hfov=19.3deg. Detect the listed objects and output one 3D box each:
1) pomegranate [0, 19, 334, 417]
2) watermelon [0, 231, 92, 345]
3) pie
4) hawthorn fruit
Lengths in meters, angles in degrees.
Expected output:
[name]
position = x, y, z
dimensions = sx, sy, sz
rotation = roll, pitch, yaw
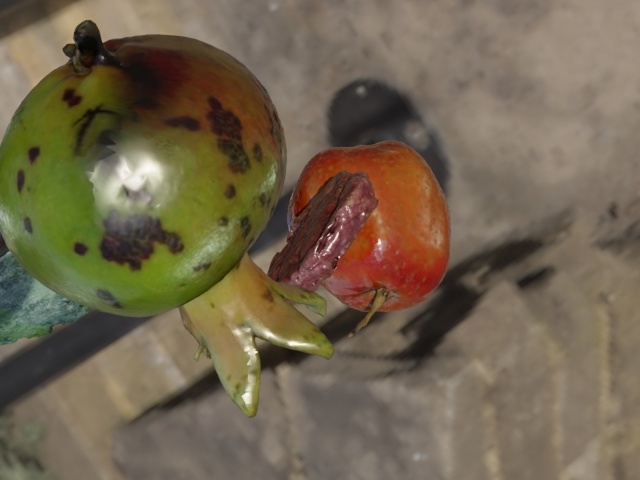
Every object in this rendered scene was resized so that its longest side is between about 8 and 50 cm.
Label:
[pomegranate]
position = -0.069, -0.013, 0.984
dimensions = 0.220, 0.156, 0.156
rotation = 44, 147, -12
[watermelon]
position = -0.267, -0.009, 1.837
dimensions = 0.226, 0.318, 0.148
rotation = -3, 133, 40
[pie]
position = 0.000, 0.000, 1.639
dimensions = 0.038, 0.153, 0.153
rotation = 35, 147, -11
[hawthorn fruit]
position = 0.054, 0.009, 1.782
dimensions = 0.162, 0.162, 0.203
rotation = 121, 143, -52
